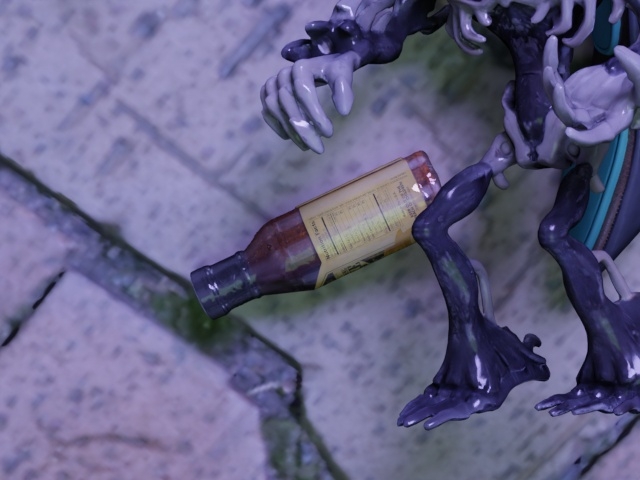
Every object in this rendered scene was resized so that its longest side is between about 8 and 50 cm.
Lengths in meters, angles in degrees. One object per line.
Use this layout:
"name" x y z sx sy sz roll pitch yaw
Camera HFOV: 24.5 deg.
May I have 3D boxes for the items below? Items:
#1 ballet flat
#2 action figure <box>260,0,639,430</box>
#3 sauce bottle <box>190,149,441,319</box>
"ballet flat" 0.153 -0.079 0.679 0.074 0.074 0.203 -2 109 -6
"action figure" 0.075 -0.060 0.606 0.164 0.141 0.276 -3 100 34
"sauce bottle" 0.000 0.000 0.705 0.128 0.042 0.042 -25 112 5
